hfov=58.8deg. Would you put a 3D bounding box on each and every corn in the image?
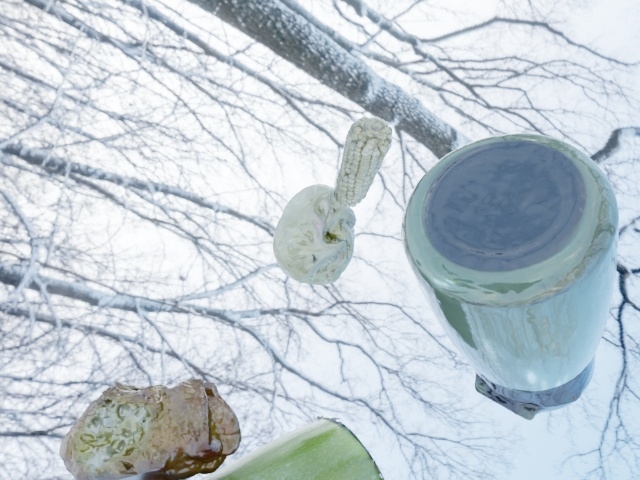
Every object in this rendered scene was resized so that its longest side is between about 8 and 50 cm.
[{"bbox_3d":[0.081,-0.152,1.109,0.211,0.087,0.087,106,-25,-56],"label":"corn"}]

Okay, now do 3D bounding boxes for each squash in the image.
[{"bbox_3d":[-0.083,0.486,0.954,0.263,0.385,0.263,27,-55,45],"label":"squash"}]

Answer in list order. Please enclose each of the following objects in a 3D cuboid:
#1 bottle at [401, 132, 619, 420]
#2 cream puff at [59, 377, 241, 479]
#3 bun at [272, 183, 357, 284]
[{"bbox_3d":[0.199,0.062,0.564,0.169,0.347,0.168,-13,-127,17],"label":"bottle"},{"bbox_3d":[-0.256,0.302,0.869,0.241,0.269,0.154,104,-14,-58],"label":"cream puff"},{"bbox_3d":[0.000,0.000,1.240,0.210,0.237,0.116,-32,-147,-26],"label":"bun"}]
